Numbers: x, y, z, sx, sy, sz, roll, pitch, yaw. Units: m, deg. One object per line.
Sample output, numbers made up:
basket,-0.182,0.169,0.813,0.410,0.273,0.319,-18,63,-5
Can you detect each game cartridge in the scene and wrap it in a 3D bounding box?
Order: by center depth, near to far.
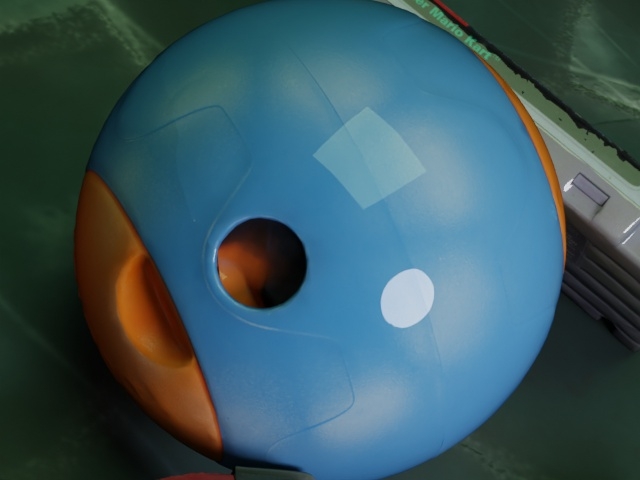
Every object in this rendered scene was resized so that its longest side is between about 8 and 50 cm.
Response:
game cartridge,0.121,-0.069,1.064,0.355,0.230,0.068,41,78,11

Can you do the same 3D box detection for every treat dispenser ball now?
treat dispenser ball,0.000,0.000,0.878,0.288,0.288,0.288,15,46,-16

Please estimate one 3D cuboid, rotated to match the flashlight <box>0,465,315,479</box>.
flashlight,-0.153,0.160,0.766,0.304,0.103,0.103,4,11,-7
